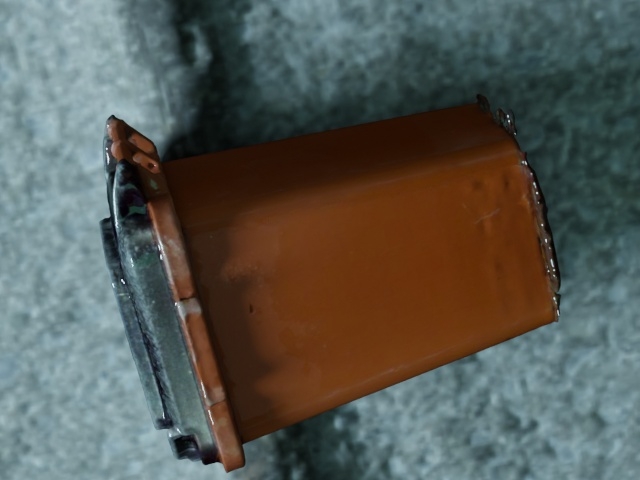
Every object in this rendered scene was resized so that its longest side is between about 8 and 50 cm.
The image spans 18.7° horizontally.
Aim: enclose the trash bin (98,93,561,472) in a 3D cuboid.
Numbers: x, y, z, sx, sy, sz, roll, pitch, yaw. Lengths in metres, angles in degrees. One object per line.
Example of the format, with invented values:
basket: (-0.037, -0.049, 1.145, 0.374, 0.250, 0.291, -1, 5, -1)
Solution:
trash bin: (0.000, 0.000, 1.091, 0.239, 0.161, 0.184, -18, 109, -4)
